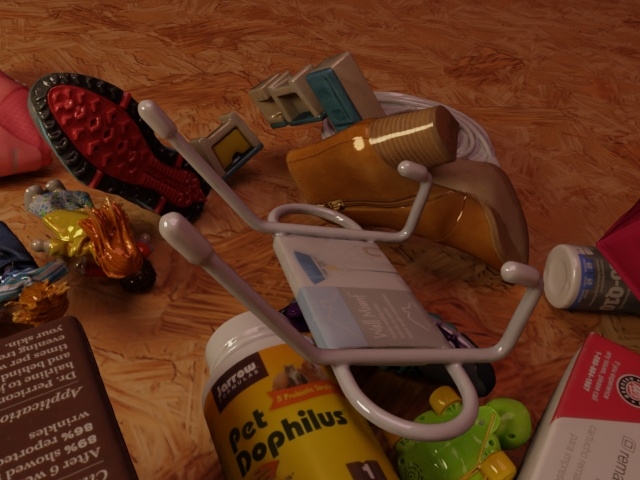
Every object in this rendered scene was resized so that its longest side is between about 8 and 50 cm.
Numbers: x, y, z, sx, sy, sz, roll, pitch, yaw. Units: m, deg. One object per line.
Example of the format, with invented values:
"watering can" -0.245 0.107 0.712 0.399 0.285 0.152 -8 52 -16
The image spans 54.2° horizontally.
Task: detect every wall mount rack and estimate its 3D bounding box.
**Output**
"wall mount rack" 0.000 0.000 0.531 0.304 0.131 0.350 5 28 -23

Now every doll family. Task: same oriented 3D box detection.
"doll family" -0.274 0.019 0.610 0.163 0.118 0.263 34 44 28

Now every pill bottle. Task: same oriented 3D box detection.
"pill bottle" 0.346 0.048 0.745 0.137 0.078 0.078 4 38 -6
"pill bottle" -0.022 0.157 0.492 0.117 0.117 0.215 -10 42 -24

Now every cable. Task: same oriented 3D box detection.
"cable" 0.127 -0.131 0.917 0.257 0.089 0.257 11 37 4

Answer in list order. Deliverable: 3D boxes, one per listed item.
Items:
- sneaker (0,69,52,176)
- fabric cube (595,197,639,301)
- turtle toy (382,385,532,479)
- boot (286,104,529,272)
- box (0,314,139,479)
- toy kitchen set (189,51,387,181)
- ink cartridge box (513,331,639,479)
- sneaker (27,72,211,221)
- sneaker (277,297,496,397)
"sneaker" -0.452 -0.184 0.862 0.136 0.116 0.314 -6 46 -35
"fabric cube" 0.503 -0.005 0.634 0.259 0.258 0.254 -33 82 -41
"turtle toy" 0.121 0.176 0.528 0.130 0.066 0.095 -33 50 -6
"boot" 0.112 -0.041 0.770 0.211 0.295 0.104 -12 48 38
"box" -0.146 0.211 0.273 0.191 0.143 0.381 -19 34 -22
"toy kitchen set" -0.043 -0.130 0.807 0.166 0.122 0.207 -46 26 -22
"ink cartridge box" 0.294 0.236 0.451 0.306 0.131 0.226 25 40 21
"sneaker" -0.241 -0.095 0.706 0.125 0.262 0.104 16 74 28
"sneaker" 0.058 0.108 0.623 0.223 0.083 0.098 30 60 34
